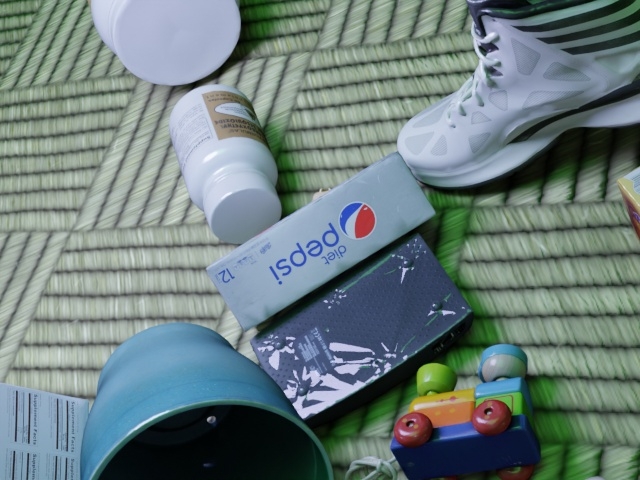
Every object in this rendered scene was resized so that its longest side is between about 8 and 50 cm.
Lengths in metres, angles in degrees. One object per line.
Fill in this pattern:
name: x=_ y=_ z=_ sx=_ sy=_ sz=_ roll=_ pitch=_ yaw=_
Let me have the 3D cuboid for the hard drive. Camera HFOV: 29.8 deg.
hard drive: x=0.052 y=0.116 z=1.472 sx=0.254 sy=0.054 sz=0.172 roll=-33 pitch=45 yaw=1

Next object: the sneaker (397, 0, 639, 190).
sneaker: x=0.216 y=-0.225 z=1.457 sx=0.447 sy=0.257 sz=0.169 roll=-20 pitch=43 yaw=43

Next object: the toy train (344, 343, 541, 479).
toy train: x=0.118 y=0.198 z=1.341 sx=0.248 sy=0.105 sz=0.143 roll=-13 pitch=38 yaw=21

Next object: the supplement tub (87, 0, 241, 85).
supplement tub: x=-0.269 y=-0.430 z=1.978 sx=0.241 sy=0.241 sz=0.331 roll=-30 pitch=45 yaw=5

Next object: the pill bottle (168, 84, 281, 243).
pill bottle: x=-0.132 y=-0.107 z=1.708 sx=0.131 sy=0.131 sz=0.229 roll=-28 pitch=45 yaw=6

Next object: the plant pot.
plant pot: x=-0.151 y=0.229 z=1.362 sx=0.271 sy=0.272 sz=0.255 roll=-34 pitch=31 yaw=0

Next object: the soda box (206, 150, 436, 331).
soda box: x=0.000 y=0.000 z=1.538 sx=0.286 sy=0.098 sz=0.091 roll=-32 pitch=4 yaw=0

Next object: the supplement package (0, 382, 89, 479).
supplement package: x=-0.401 y=0.257 z=1.375 sx=0.194 sy=0.203 sz=0.149 roll=-25 pitch=58 yaw=39

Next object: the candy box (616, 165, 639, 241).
candy box: x=0.402 y=0.009 z=1.323 sx=0.053 sy=0.109 sz=0.187 roll=-32 pitch=44 yaw=2

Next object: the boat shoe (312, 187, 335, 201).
boat shoe: x=0.010 y=-0.042 z=1.621 sx=0.170 sy=0.063 sz=0.059 roll=-42 pitch=51 yaw=-6

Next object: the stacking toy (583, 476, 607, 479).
stacking toy: x=0.427 y=0.358 z=0.948 sx=0.479 sy=0.351 sz=0.351 roll=-3 pitch=50 yaw=3
